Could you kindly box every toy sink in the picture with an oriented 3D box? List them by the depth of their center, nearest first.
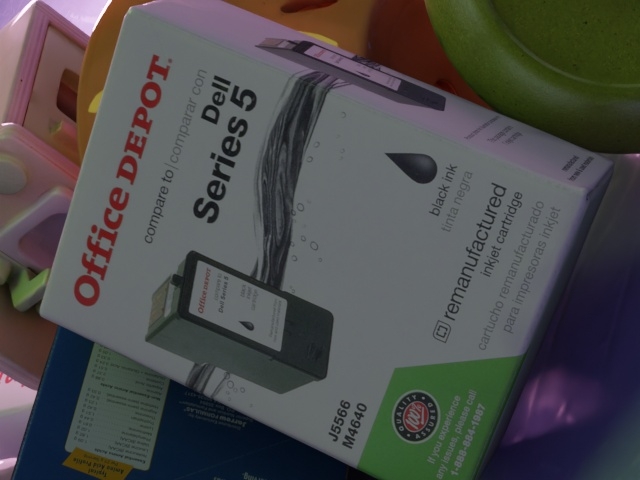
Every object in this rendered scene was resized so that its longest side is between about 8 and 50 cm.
[{"bbox_3d":[-0.200,-0.036,1.125,0.131,0.153,0.234,-35,33,31],"label":"toy sink"}]

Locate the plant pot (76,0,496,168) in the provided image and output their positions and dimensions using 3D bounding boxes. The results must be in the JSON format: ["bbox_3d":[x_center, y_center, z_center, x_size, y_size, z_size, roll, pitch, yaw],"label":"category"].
[{"bbox_3d":[0.007,-0.076,1.057,0.204,0.291,0.290,-11,49,36],"label":"plant pot"}]

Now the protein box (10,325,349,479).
[{"bbox_3d":[-0.094,0.163,0.970,0.136,0.200,0.201,114,169,-48],"label":"protein box"}]

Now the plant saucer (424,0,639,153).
[{"bbox_3d":[0.177,-0.171,0.893,0.241,0.241,0.037,-57,-8,0],"label":"plant saucer"}]

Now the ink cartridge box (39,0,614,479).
[{"bbox_3d":[0.000,0.000,0.880,0.198,0.273,0.115,-71,-13,18],"label":"ink cartridge box"}]

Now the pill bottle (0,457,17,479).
[{"bbox_3d":[-0.300,0.327,1.181,0.361,0.204,0.204,-36,31,35],"label":"pill bottle"}]

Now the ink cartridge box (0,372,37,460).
[{"bbox_3d":[-0.141,0.022,1.308,0.279,0.160,0.384,-18,45,52],"label":"ink cartridge box"}]
